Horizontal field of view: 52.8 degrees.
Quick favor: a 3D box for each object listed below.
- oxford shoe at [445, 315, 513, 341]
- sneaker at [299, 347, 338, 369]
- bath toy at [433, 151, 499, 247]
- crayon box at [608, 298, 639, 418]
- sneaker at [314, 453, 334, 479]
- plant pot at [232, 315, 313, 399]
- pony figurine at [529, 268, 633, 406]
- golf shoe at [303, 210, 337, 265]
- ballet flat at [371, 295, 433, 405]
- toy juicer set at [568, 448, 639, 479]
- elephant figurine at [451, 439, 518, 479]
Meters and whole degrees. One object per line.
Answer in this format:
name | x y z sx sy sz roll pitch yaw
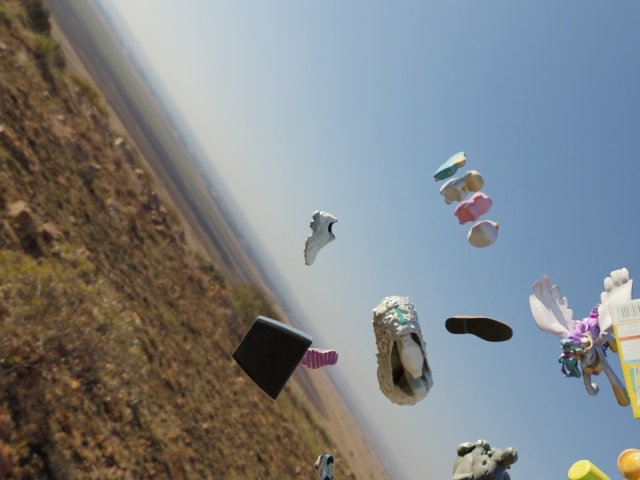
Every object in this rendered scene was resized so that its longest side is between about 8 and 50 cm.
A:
oxford shoe | 0.502 0.264 2.009 0.212 0.076 0.076 8 -77 35
sneaker | -0.025 0.365 1.994 0.170 0.075 0.063 6 79 -46
bath toy | 0.542 -0.137 2.298 0.151 0.129 0.348 -15 -66 40
crayon box | 0.861 0.297 1.612 0.083 0.203 0.323 53 33 -44
sneaker | 0.005 0.656 1.827 0.038 0.098 0.069 23 -22 -31
plant pot | -0.142 0.309 1.810 0.167 0.188 0.187 34 -4 0
pony figurine | 0.820 0.290 1.951 0.363 0.303 0.351 45 41 -38
golf shoe | 0.000 0.000 1.980 0.086 0.176 0.069 16 8 11
ballet flat | 0.210 0.312 1.595 0.147 0.147 0.409 53 -14 49
toy juicer set | 0.535 0.510 1.144 0.089 0.209 0.329 48 37 -3
elephant figurine | 0.416 0.609 1.669 0.239 0.169 0.186 36 51 -80
